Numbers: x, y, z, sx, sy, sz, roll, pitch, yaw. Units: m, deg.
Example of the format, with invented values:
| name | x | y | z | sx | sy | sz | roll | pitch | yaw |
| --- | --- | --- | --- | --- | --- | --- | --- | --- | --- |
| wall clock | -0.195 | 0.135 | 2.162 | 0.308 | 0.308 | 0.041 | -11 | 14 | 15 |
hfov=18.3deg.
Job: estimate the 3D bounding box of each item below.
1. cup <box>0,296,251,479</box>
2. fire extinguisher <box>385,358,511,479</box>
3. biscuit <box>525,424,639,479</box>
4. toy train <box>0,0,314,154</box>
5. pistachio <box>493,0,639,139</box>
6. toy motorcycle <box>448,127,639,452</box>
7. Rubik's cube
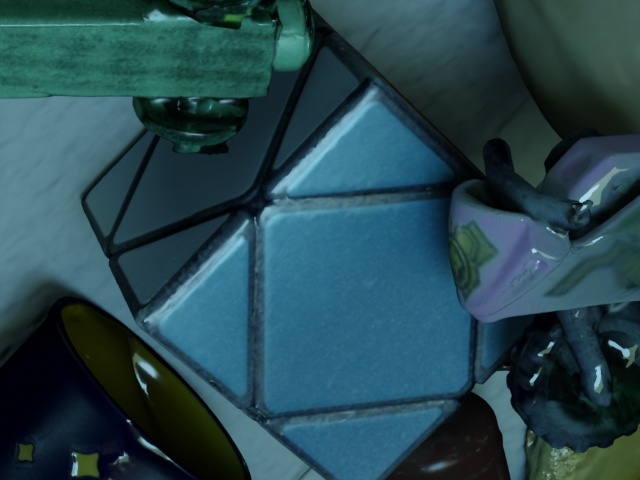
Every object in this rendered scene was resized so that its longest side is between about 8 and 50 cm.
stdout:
| name | x | y | z | sx | sy | sz | roll | pitch | yaw |
| --- | --- | --- | --- | --- | --- | --- | --- | --- | --- |
| cup | -0.164 | 0.216 | 1.288 | 0.255 | 0.178 | 0.256 | 44 | 98 | 0 |
| fire extinguisher | 0.110 | 0.190 | 1.412 | 0.147 | 0.106 | 0.337 | -12 | 117 | 3 |
| biscuit | 0.211 | 0.118 | 1.453 | 0.154 | 0.045 | 0.299 | -13 | 116 | -12 |
| toy train | -0.159 | -0.150 | 1.140 | 0.301 | 0.202 | 0.120 | -3 | 137 | -16 |
| pistachio | 0.238 | -0.134 | 1.273 | 0.332 | 0.208 | 0.226 | 37 | 54 | -12 |
| toy motorcycle | 0.196 | -0.037 | 1.119 | 0.188 | 0.143 | 0.327 | 36 | 95 | -26 |
| Rubik's cube | 0.000 | 0.000 | 1.247 | 0.205 | 0.207 | 0.205 | -45 | 119 | 6 |
